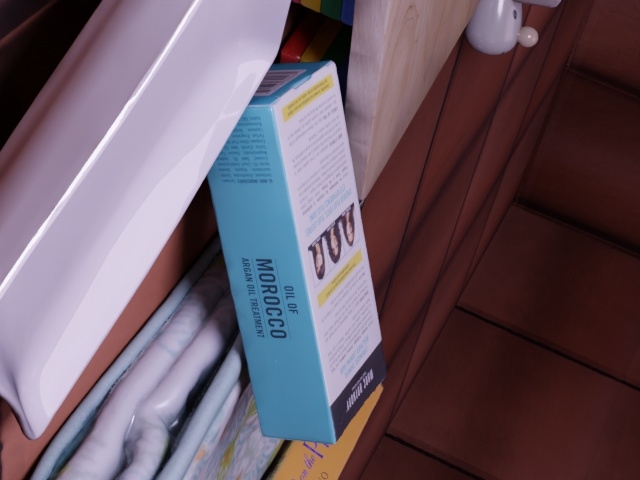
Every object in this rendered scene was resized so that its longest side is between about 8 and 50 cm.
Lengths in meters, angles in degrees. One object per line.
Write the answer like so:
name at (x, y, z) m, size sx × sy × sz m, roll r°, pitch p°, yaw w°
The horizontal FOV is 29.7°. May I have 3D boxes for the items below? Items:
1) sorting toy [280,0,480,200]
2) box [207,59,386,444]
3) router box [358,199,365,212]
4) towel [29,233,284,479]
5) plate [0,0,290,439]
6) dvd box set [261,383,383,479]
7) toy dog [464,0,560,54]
sorting toy at (0.056, -0.207, 0.889) m, size 0.255 × 0.089 × 0.257 m, roll -59°, pitch 166°, yaw -29°
box at (-0.016, 0.008, 0.825) m, size 0.100 × 0.060 × 0.244 m, roll -44°, pitch 130°, yaw -55°
router box at (0.000, 0.000, 1.186) m, size 0.122 × 0.038 × 0.092 m, roll -50°, pitch 160°, yaw -52°
towel at (-0.112, 0.183, 0.936) m, size 0.374 × 0.090 × 0.320 m, roll -54°, pitch 163°, yaw -43°
plate at (-0.089, -0.047, 0.574) m, size 0.278 × 0.045 × 0.277 m, roll -60°, pitch 178°, yaw -17°
dvd box set at (-0.095, 0.334, 1.156) m, size 0.307 × 0.062 × 0.420 m, roll -56°, pitch 180°, yaw 37°
toy dog at (0.296, -0.373, 1.446) m, size 0.220 × 0.161 × 0.333 m, roll -57°, pitch 165°, yaw -36°
